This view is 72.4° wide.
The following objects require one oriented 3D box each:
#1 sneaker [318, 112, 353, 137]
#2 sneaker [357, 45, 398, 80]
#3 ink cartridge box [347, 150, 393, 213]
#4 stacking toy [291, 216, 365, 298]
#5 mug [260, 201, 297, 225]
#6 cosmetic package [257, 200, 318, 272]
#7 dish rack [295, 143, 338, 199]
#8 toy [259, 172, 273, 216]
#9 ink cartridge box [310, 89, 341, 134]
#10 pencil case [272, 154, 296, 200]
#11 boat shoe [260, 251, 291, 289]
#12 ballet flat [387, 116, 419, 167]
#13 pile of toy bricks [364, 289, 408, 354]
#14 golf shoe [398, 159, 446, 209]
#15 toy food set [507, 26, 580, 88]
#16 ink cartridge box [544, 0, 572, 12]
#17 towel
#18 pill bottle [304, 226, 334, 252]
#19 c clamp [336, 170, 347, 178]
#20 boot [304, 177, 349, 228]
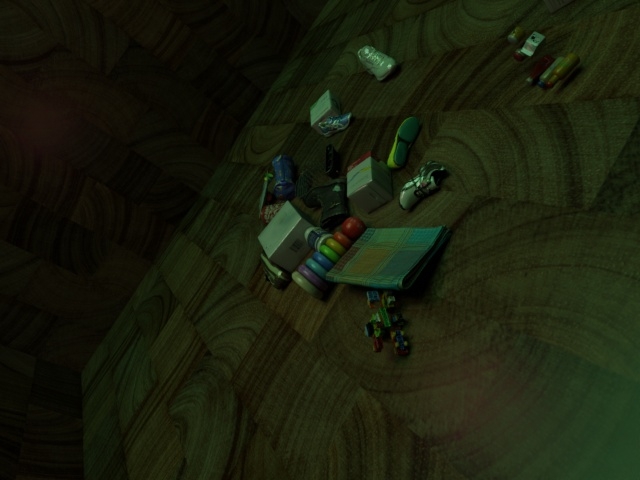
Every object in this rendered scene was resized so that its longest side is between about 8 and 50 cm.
[{"bbox_3d":[0.076,-0.600,2.242,0.211,0.081,0.080,-21,43,41],"label":"sneaker"},{"bbox_3d":[0.273,-0.891,2.187,0.114,0.152,0.305,-48,32,7],"label":"sneaker"},{"bbox_3d":[0.187,-0.220,1.670,0.127,0.128,0.176,-32,37,33],"label":"ink cartridge box"},{"bbox_3d":[0.048,0.052,1.609,0.330,0.141,0.141,-50,30,-2],"label":"stacking toy"},{"bbox_3d":[-0.192,-0.147,2.144,0.169,0.113,0.150,-8,55,47],"label":"mug"},{"bbox_3d":[-0.138,-0.022,1.918,0.224,0.138,0.224,-51,29,6],"label":"cosmetic package"},{"bbox_3d":[-0.028,-0.322,2.109,0.272,0.074,0.208,-28,38,29],"label":"dish rack"},{"bbox_3d":[-0.293,-0.252,2.397,0.137,0.056,0.237,-103,23,-59],"label":"toy"},{"bbox_3d":[0.026,-0.702,2.400,0.154,0.093,0.212,-38,33,28],"label":"ink cartridge box"},{"bbox_3d":[-0.192,-0.341,2.313,0.119,0.133,0.306,-13,41,3],"label":"pencil case"},{"bbox_3d":[-0.219,0.134,1.922,0.095,0.095,0.257,-59,31,5],"label":"boat shoe"},{"bbox_3d":[0.315,-0.379,1.711,0.231,0.077,0.077,-67,16,-17],"label":"ballet flat"},{"bbox_3d":[0.175,0.250,1.274,0.105,0.118,0.212,104,160,-48],"label":"pile of toy bricks"},{"bbox_3d":[0.341,-0.181,1.471,0.198,0.077,0.094,-54,31,3],"label":"golf shoe"},{"bbox_3d":[0.657,-0.548,1.343,0.104,0.111,0.232,-49,62,10],"label":"toy food set"},{"bbox_3d":[0.827,-0.902,1.386,0.273,0.197,0.114,-22,45,43],"label":"ink cartridge box"},{"bbox_3d":[0.200,0.047,1.401,0.271,0.040,0.370,-46,25,-26],"label":"towel"},{"bbox_3d":[0.000,0.000,1.745,0.094,0.094,0.169,-55,31,-1],"label":"pill bottle"},{"bbox_3d":[0.168,-0.284,1.762,0.161,0.137,0.022,-28,57,29],"label":"c clamp"},{"bbox_3d":[0.017,-0.141,1.864,0.263,0.091,0.229,-26,40,36],"label":"boot"}]
